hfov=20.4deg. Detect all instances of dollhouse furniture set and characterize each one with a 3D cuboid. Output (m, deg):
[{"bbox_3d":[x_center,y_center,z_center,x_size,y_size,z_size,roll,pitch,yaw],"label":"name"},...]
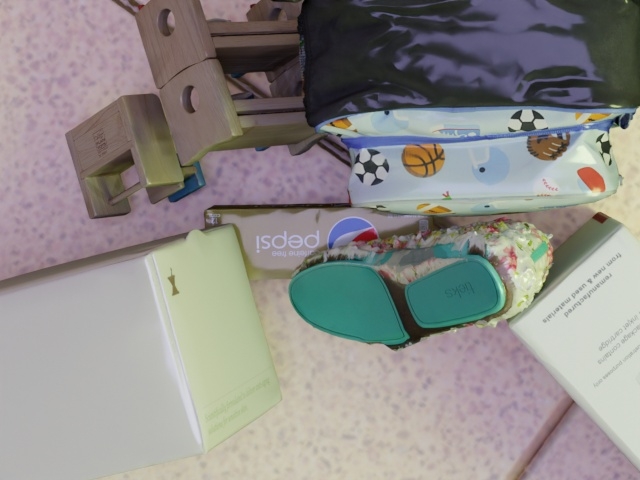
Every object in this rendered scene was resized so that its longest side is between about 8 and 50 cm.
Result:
[{"bbox_3d":[-0.098,-0.113,1.400,0.183,0.129,0.129,-26,77,44],"label":"dollhouse furniture set"}]

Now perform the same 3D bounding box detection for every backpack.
[{"bbox_3d":[0.122,-0.121,1.296,0.276,0.263,0.213,3,101,11],"label":"backpack"}]

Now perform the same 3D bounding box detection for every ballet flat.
[{"bbox_3d":[0.078,0.030,1.309,0.077,0.241,0.091,-32,107,-38],"label":"ballet flat"}]

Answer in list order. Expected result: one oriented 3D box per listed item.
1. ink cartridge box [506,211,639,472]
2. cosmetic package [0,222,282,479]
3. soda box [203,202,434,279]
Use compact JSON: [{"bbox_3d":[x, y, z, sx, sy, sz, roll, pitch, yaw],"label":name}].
[{"bbox_3d":[0.267,0.118,1.331,0.114,0.197,0.273,-42,90,5],"label":"ink cartridge box"},{"bbox_3d":[-0.237,0.108,1.341,0.365,0.197,0.155,-14,92,18],"label":"cosmetic package"},{"bbox_3d":[0.000,0.000,1.412,0.181,0.061,0.058,-2,94,5],"label":"soda box"}]
